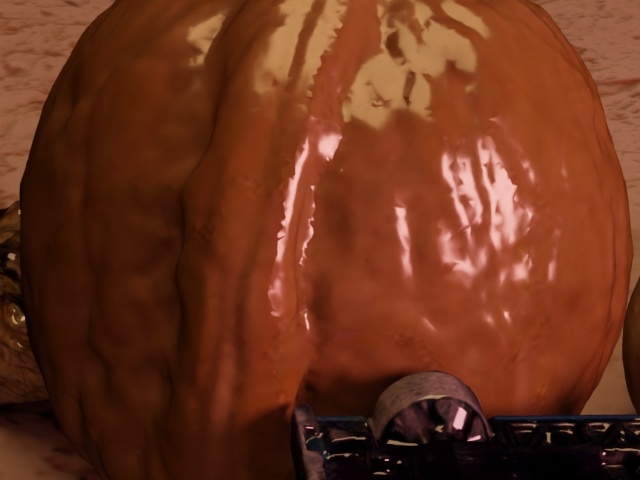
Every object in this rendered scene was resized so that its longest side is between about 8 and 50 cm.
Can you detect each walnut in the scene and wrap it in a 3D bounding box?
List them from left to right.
[{"bbox_3d":[0.000,0.000,0.987,0.332,0.333,0.333,3,27,-2],"label":"walnut"}]

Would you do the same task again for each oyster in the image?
[{"bbox_3d":[-0.183,0.026,1.196,0.222,0.083,0.214,10,24,25],"label":"oyster"}]

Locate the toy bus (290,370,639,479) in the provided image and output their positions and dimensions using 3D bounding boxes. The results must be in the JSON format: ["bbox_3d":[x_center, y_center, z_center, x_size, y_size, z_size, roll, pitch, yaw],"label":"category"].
[{"bbox_3d":[0.128,0.164,0.853,0.287,0.175,0.138,1,27,-8],"label":"toy bus"}]

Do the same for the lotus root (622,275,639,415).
[{"bbox_3d":[0.275,0.041,1.132,0.182,0.183,0.310,14,20,18],"label":"lotus root"}]
